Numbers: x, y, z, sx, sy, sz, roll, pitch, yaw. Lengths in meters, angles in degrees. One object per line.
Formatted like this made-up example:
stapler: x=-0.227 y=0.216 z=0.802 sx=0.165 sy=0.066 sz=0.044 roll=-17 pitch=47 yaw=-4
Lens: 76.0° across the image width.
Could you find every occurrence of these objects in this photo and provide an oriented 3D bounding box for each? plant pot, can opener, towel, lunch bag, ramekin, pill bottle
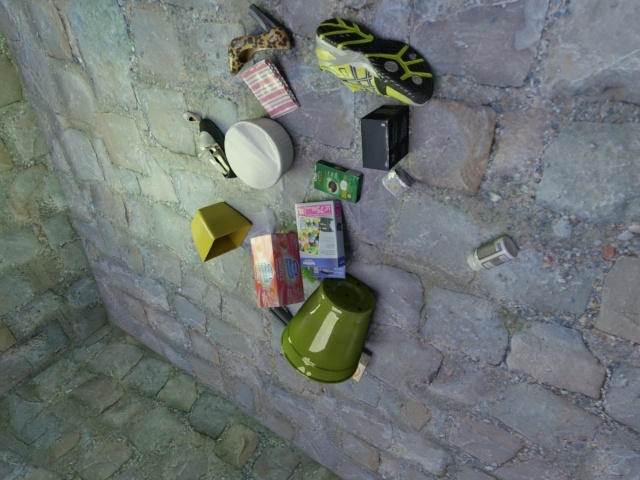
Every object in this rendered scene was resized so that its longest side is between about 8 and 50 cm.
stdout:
plant pot: x=0.056 y=0.343 z=1.732 sx=0.367 sy=0.366 sz=0.352 roll=31 pitch=122 yaw=15
can opener: x=-0.229 y=0.334 z=2.102 sx=0.074 sy=0.093 sz=0.280 roll=-18 pitch=117 yaw=45
plant pot: x=-0.491 y=-0.056 z=1.936 sx=0.187 sy=0.212 sz=0.212 roll=52 pitch=137 yaw=13
towel: x=-0.178 y=-0.526 z=1.442 sx=0.144 sy=0.029 sz=0.197 roll=-9 pitch=130 yaw=42
lunch bag: x=0.256 y=-0.197 z=1.368 sx=0.083 sy=0.053 sz=0.071 roll=39 pitch=139 yaw=-6
ramekin: x=-0.224 y=-0.343 z=1.570 sx=0.273 sy=0.127 sz=0.272 roll=20 pitch=131 yaw=26
pill bottle: x=0.545 y=0.046 z=1.306 sx=0.078 sy=0.078 sz=0.137 roll=51 pitch=136 yaw=-5

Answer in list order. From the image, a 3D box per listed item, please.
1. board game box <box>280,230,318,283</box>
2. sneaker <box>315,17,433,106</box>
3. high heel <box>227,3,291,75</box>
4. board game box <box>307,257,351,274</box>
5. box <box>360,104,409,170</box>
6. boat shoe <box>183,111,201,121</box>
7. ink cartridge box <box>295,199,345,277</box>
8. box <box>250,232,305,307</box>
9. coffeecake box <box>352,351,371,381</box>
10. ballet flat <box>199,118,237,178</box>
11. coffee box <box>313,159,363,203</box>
board game box: x=-0.094 y=0.070 z=1.835 sx=0.259 sy=0.039 sz=0.124 roll=42 pitch=136 yaw=1
sneaker: x=0.156 y=-0.497 z=1.192 sx=0.385 sy=0.145 sz=0.147 roll=37 pitch=156 yaw=13
high heel: x=-0.212 y=-0.623 z=1.385 sx=0.186 sy=0.093 sz=0.261 roll=43 pitch=132 yaw=3
board game box: x=0.037 y=0.101 z=1.710 sx=0.154 sy=0.103 sz=0.026 roll=9 pitch=125 yaw=32
box: x=0.198 y=-0.316 z=1.249 sx=0.093 sy=0.158 sz=0.155 roll=14 pitch=127 yaw=30
boat shoe: x=-0.557 y=-0.526 z=1.755 sx=0.100 sy=0.035 sz=0.035 roll=21 pitch=131 yaw=24
ink cartridge box: x=0.000 y=0.000 z=1.617 sx=0.186 sy=0.065 sz=0.310 roll=-1 pitch=100 yaw=35
box: x=-0.179 y=0.124 z=1.726 sx=0.142 sy=0.154 sz=0.299 roll=-11 pitch=84 yaw=43
coffeecake box: x=0.130 y=0.568 z=1.954 sx=0.186 sy=0.068 sz=0.142 roll=28 pitch=135 yaw=16
ballet flat: x=-0.441 y=-0.383 z=1.727 sx=0.095 sy=0.096 sz=0.280 roll=-27 pitch=102 yaw=45
coffee box: x=0.063 y=-0.218 z=1.505 sx=0.184 sy=0.040 sz=0.113 roll=22 pitch=131 yaw=23
